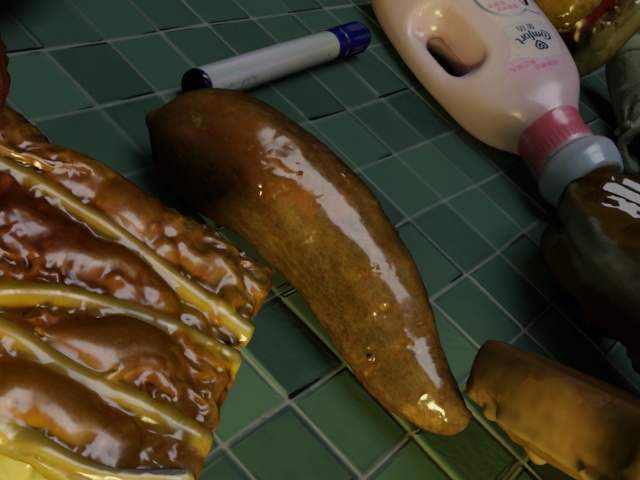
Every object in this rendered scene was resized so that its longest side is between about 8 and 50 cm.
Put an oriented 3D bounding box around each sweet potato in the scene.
[{"bbox_3d":[0.002,0.000,0.614,0.292,0.097,0.097,45,35,12],"label":"sweet potato"}]

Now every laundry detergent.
[{"bbox_3d":[0.180,-0.174,0.962,0.159,0.088,0.335,-22,59,-12],"label":"laundry detergent"}]

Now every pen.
[{"bbox_3d":[-0.030,-0.157,0.828,0.033,0.033,0.269,43,35,10],"label":"pen"}]

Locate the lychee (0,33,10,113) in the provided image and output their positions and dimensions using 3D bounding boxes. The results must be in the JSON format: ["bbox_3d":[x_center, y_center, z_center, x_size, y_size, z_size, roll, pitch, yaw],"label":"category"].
[{"bbox_3d":[-0.177,-0.089,0.349,0.140,0.114,0.101,51,20,-20],"label":"lychee"}]

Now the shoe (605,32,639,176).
[{"bbox_3d":[0.400,-0.125,1.073,0.210,0.132,0.342,8,46,-39],"label":"shoe"}]

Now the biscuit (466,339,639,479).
[{"bbox_3d":[0.272,0.161,0.531,0.385,0.062,0.365,23,-1,-14],"label":"biscuit"}]

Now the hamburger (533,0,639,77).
[{"bbox_3d":[0.277,-0.304,1.113,0.163,0.244,0.244,30,28,-48],"label":"hamburger"}]

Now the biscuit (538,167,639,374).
[{"bbox_3d":[0.330,0.053,0.773,0.332,0.103,0.332,24,22,-10],"label":"biscuit"}]

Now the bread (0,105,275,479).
[{"bbox_3d":[-0.171,0.021,0.422,0.274,0.114,0.185,29,34,-8],"label":"bread"}]
